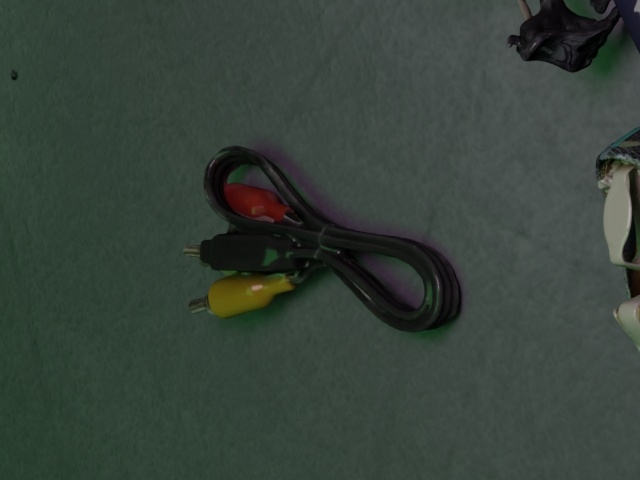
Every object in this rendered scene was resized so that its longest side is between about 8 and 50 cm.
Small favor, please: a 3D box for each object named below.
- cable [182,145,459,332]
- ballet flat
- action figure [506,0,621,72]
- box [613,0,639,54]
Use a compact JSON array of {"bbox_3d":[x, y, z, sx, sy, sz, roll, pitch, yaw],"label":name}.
[{"bbox_3d":[0.000,0.000,1.561,0.287,0.072,0.139,5,88,38],"label":"cable"},{"bbox_3d":[0.211,0.022,1.277,0.070,0.070,0.188,-8,95,52],"label":"ballet flat"},{"bbox_3d":[0.095,-0.234,1.283,0.275,0.141,0.164,43,135,13],"label":"action figure"},{"bbox_3d":[0.263,-0.230,0.969,0.294,0.182,0.296,-107,32,-41],"label":"box"}]
